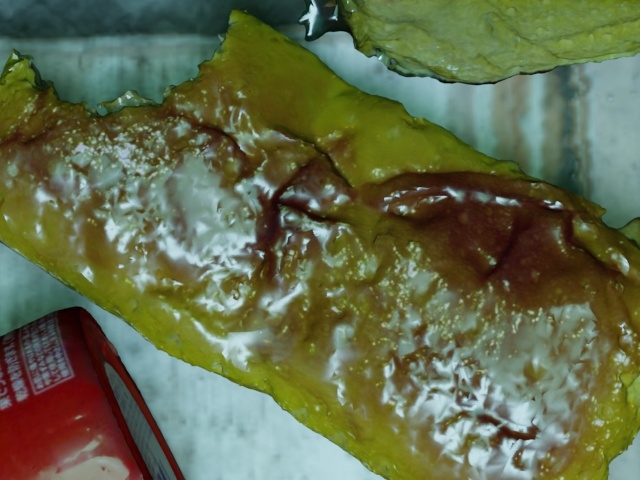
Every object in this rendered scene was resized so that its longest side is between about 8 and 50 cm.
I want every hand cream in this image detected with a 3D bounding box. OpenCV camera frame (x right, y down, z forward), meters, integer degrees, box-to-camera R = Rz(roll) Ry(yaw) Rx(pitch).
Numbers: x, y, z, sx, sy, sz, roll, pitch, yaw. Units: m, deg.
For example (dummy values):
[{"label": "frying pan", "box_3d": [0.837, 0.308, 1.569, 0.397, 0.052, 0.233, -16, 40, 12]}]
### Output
[{"label": "hand cream", "box_3d": [-0.131, 0.138, 0.928, 0.125, 0.193, 0.193, -27, 81, 0]}]

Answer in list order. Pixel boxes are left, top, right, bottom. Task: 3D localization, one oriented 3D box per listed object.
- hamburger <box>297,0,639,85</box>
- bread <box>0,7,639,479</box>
[{"label": "hamburger", "box_3d": [0.129, -0.182, 0.943, 0.309, 0.211, 0.132, -6, 65, 12]}, {"label": "bread", "box_3d": [0.000, 0.000, 0.985, 0.380, 0.109, 0.185, 30, 84, 8]}]
